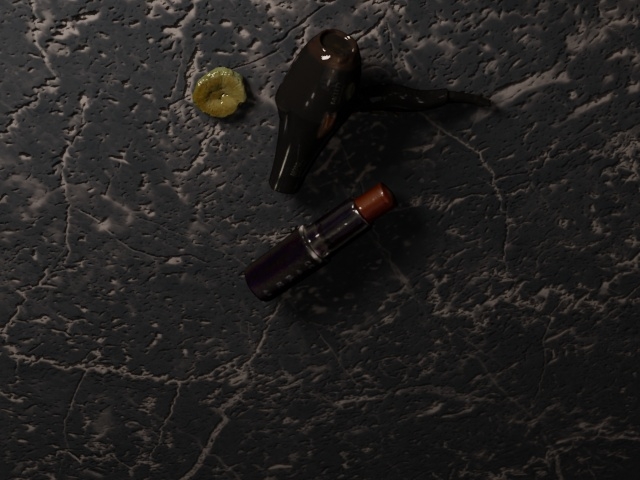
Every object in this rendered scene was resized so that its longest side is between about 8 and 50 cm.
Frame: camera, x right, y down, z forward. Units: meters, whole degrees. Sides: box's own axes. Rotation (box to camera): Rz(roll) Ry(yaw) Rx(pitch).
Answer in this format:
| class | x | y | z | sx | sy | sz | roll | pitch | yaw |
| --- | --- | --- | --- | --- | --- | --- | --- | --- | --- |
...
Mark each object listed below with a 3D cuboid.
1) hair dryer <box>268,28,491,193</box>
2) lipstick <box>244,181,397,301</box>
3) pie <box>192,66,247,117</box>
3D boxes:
| class | x | y | z | sx | sy | sz | roll | pitch | yaw |
| --- | --- | --- | --- | --- | --- | --- | --- | --- | --- |
| hair dryer | 0.097 | -0.183 | 1.431 | 0.359 | 0.120 | 0.304 | -3 | 140 | -19 |
| lipstick | 0.000 | 0.000 | 1.564 | 0.299 | 0.081 | 0.081 | -36 | 127 | 21 |
| pie | -0.149 | -0.220 | 1.390 | 0.084 | 0.020 | 0.084 | -6 | 131 | -8 |
